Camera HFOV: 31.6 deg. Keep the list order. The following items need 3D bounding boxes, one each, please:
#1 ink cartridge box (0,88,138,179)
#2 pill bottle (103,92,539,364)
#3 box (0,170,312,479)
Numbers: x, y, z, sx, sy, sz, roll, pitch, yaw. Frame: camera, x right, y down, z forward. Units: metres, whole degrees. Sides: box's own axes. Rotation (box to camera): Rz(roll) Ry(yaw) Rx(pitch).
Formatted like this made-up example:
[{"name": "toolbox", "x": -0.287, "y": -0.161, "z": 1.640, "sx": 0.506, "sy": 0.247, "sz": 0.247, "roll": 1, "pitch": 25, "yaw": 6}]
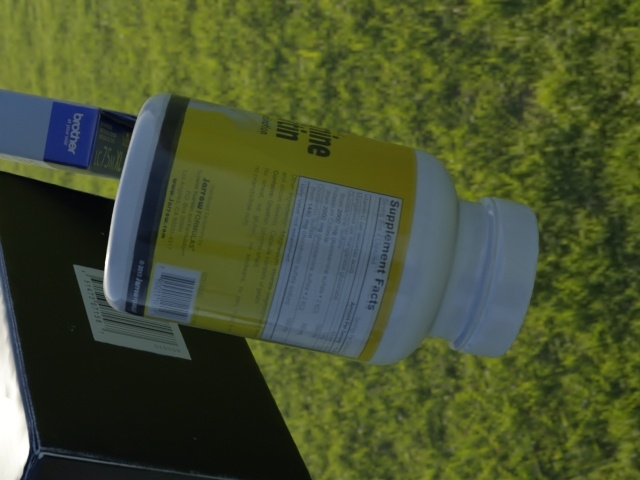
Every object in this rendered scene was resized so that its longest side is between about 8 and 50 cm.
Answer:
[{"name": "ink cartridge box", "x": -0.277, "y": -0.101, "z": 1.009, "sx": 0.186, "sy": 0.311, "sz": 0.065, "roll": -1, "pitch": -81, "yaw": -86}, {"name": "pill bottle", "x": 0.000, "y": 0.000, "z": 0.520, "sx": 0.103, "sy": 0.184, "sz": 0.103, "roll": -168, "pitch": 90, "yaw": -83}, {"name": "box", "x": -0.190, "y": 0.173, "z": 0.806, "sx": 0.312, "sy": 0.179, "sz": 0.343, "roll": -63, "pitch": 31, "yaw": 20}]
